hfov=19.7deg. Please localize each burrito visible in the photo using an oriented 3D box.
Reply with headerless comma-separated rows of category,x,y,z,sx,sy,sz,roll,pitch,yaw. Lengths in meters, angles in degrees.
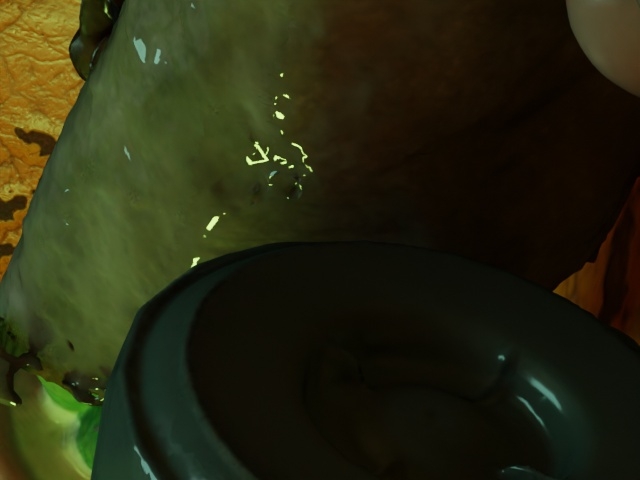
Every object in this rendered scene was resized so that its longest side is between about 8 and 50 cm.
burrito,0.032,-0.066,0.482,0.107,0.175,0.348,-98,28,-45

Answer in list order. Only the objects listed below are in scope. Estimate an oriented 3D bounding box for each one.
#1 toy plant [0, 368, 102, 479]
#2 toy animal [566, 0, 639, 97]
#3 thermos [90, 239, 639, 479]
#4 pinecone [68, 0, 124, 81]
toy plant,-0.146,0.098,1.328,0.356,0.210,0.317,-40,34,56
toy animal,0.092,-0.047,0.358,0.089,0.083,0.150,59,-167,-20
thermos,-0.002,0.158,0.460,0.182,0.145,0.287,-113,32,-53
pinecone,-0.034,-0.086,0.965,0.204,0.179,0.184,-116,15,-51
